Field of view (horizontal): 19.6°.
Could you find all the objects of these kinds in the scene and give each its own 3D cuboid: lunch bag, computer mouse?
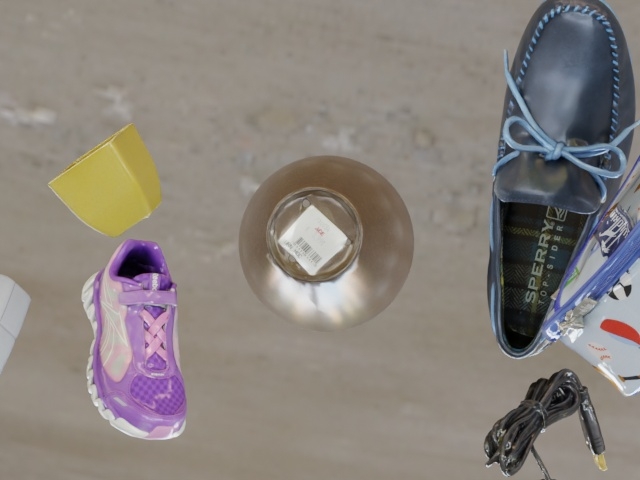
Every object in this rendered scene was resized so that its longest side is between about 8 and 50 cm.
[{"bbox_3d":[0.288,-0.029,1.425,0.115,0.303,0.243,37,147,2],"label":"lunch bag"},{"bbox_3d":[0.200,0.240,1.549,0.060,0.184,0.262,-13,105,32],"label":"computer mouse"}]

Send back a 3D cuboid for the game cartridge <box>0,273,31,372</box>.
[{"bbox_3d":[-0.359,0.160,1.589,0.196,0.294,0.060,-24,121,40],"label":"game cartridge"}]

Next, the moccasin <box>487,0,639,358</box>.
[{"bbox_3d":[0.221,-0.049,1.674,0.137,0.117,0.342,6,110,13],"label":"moccasin"}]

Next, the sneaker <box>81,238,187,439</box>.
[{"bbox_3d":[-0.177,0.089,1.832,0.095,0.236,0.104,10,131,-27],"label":"sneaker"}]

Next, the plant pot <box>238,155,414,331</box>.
[{"bbox_3d":[0.000,0.000,2.143,0.215,0.215,0.230,8,179,4],"label":"plant pot"}]

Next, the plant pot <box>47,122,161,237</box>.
[{"bbox_3d":[-0.201,-0.052,1.810,0.081,0.081,0.083,-33,98,18],"label":"plant pot"}]
